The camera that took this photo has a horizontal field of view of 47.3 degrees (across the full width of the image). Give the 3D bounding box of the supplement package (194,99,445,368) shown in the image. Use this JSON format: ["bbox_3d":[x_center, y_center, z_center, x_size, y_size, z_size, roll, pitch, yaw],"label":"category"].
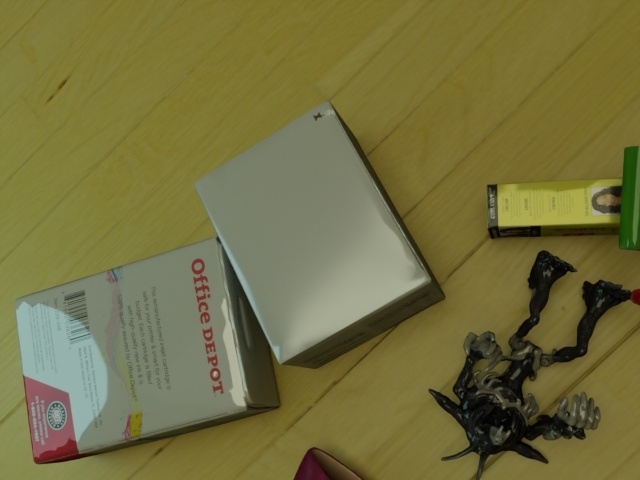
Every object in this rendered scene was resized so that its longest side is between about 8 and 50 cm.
[{"bbox_3d":[0.000,0.000,0.927,0.204,0.145,0.262,-30,71,8],"label":"supplement package"}]

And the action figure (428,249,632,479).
[{"bbox_3d":[0.232,0.151,0.831,0.164,0.141,0.275,30,86,9],"label":"action figure"}]

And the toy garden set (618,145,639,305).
[{"bbox_3d":[0.435,0.012,0.778,0.244,0.049,0.203,4,89,-17],"label":"toy garden set"}]

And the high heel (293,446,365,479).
[{"bbox_3d":[0.128,0.358,0.816,0.377,0.127,0.181,5,90,21],"label":"high heel"}]

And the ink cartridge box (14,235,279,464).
[{"bbox_3d":[-0.230,0.151,0.971,0.306,0.131,0.226,-15,74,11],"label":"ink cartridge box"}]

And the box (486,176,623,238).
[{"bbox_3d":[0.318,-0.038,0.873,0.232,0.087,0.058,-2,80,15],"label":"box"}]
